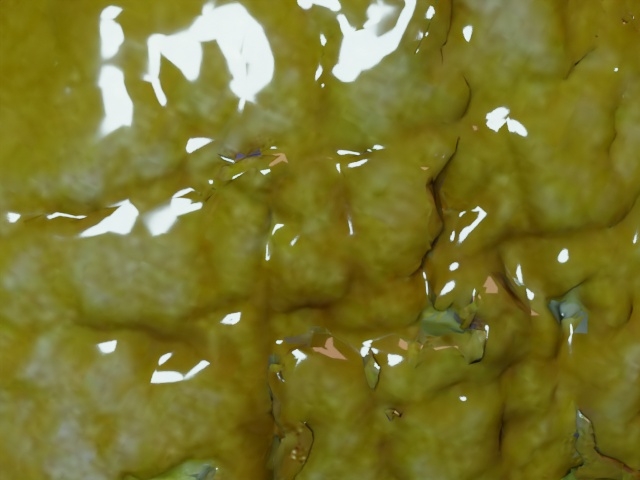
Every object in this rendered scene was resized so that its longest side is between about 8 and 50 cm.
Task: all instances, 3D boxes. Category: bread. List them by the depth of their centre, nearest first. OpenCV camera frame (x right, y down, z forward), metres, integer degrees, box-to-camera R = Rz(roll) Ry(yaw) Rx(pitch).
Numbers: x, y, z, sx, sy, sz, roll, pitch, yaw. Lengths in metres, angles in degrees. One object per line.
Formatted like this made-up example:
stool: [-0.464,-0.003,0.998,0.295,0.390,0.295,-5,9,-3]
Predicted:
bread: [0.000,0.000,0.513,0.398,0.398,0.215,22,12,-12]
